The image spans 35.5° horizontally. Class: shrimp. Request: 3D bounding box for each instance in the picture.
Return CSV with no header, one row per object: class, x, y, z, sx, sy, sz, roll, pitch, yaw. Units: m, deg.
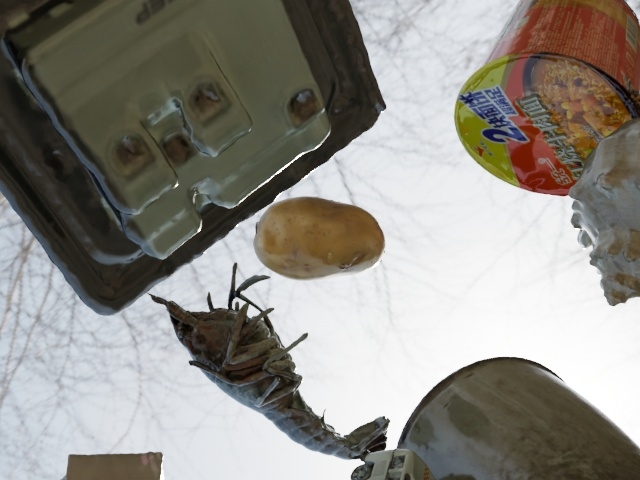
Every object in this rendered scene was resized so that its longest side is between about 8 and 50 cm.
shrimp,-0.068,0.189,1.463,0.166,0.221,0.410,-41,-78,-5

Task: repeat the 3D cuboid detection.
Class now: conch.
conch,0.364,-0.050,0.925,0.324,0.263,0.186,-34,-97,-11

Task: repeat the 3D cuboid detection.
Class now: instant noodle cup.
instant noodle cup,0.277,-0.183,1.148,0.213,0.213,0.174,40,-129,-20

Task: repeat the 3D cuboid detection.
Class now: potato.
potato,0.000,0.000,1.338,0.178,0.118,0.109,4,-156,-6

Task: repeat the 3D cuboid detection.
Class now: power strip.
power strip,-0.080,-0.096,0.598,0.257,0.092,0.251,-38,-55,-12

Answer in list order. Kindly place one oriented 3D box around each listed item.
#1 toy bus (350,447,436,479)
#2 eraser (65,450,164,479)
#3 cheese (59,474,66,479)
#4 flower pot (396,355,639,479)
toy bus,0.078,0.332,1.161,0.087,0.089,0.194,54,-147,-23
eraser,-0.278,0.434,1.309,0.144,0.078,0.343,-1,-139,-7
cheese,-0.369,0.384,1.521,0.191,0.105,0.042,-13,-69,-59
flower pot,0.284,0.330,1.233,0.294,0.330,0.293,-5,-76,-19
